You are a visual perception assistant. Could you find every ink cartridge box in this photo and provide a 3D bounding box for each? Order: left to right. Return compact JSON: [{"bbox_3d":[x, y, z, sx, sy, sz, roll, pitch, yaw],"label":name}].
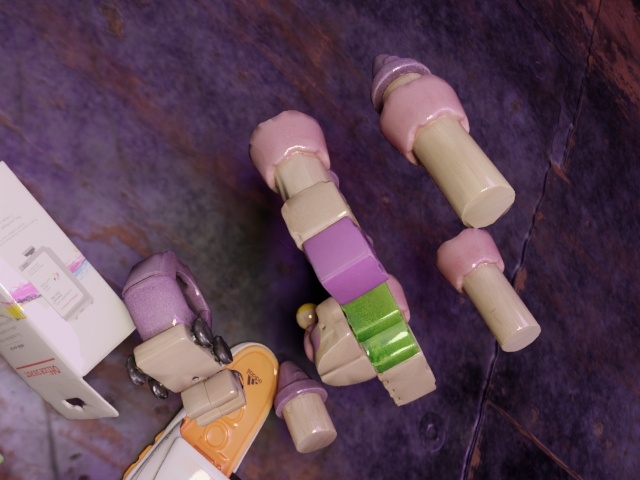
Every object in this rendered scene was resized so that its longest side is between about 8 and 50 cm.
[{"bbox_3d":[-0.223,0.049,0.539,0.198,0.115,0.067,55,51,-15],"label":"ink cartridge box"}]

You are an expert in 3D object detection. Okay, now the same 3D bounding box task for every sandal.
[{"bbox_3d":[-0.101,0.198,0.621,0.102,0.076,0.265,44,54,-21],"label":"sandal"}]

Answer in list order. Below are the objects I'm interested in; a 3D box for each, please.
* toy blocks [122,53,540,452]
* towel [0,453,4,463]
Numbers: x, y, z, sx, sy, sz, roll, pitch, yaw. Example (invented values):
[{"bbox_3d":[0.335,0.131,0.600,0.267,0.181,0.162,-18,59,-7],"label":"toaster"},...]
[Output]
[{"bbox_3d":[0.000,0.000,0.641,0.260,0.309,0.288,64,3,38],"label":"toy blocks"},{"bbox_3d":[-0.321,0.134,0.500,0.113,0.023,0.152,-35,102,-38],"label":"towel"}]
